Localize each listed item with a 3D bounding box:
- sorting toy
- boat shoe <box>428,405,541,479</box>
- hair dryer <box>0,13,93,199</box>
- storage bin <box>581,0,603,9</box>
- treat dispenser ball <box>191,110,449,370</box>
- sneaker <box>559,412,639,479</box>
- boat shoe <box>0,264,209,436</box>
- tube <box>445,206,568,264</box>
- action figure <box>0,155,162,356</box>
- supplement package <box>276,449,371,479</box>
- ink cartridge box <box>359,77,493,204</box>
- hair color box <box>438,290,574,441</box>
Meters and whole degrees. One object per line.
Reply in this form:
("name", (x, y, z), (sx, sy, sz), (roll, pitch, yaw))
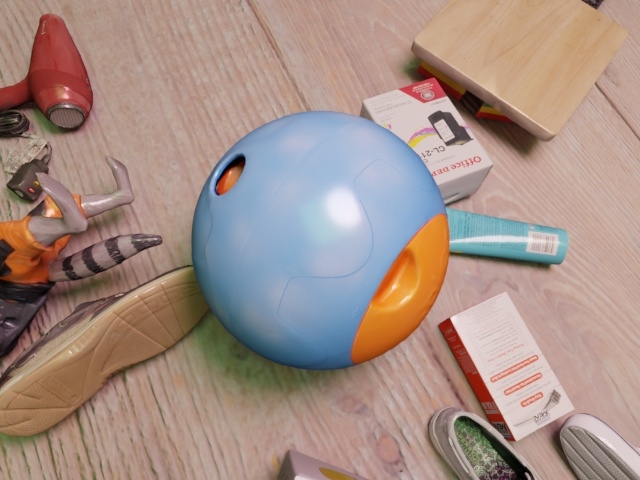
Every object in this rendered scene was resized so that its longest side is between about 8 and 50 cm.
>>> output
("sorting toy", (0.314, -0.304, 0.792), (0.255, 0.089, 0.257), (38, 72, 9))
("boat shoe", (0.223, 0.297, 0.574), (0.079, 0.081, 0.227), (-39, 77, -16))
("hair dryer", (-0.449, -0.218, 0.708), (0.223, 0.080, 0.294), (22, 70, 4))
("storage bin", (0.507, -0.522, 0.866), (0.084, 0.122, 0.180), (27, 71, 5))
("treat dispenser ball", (0.000, 0.000, 0.553), (0.288, 0.288, 0.288), (1, 70, -4))
("sneaker", (0.410, 0.303, 0.594), (0.258, 0.094, 0.091), (46, 55, 7))
("boat shoe", (-0.265, 0.113, 0.596), (0.285, 0.103, 0.092), (-38, 45, -16))
("tube", (0.246, -0.007, 0.705), (0.207, 0.052, 0.080), (10, 57, 5))
("action figure", (-0.356, 0.064, 0.526), (0.330, 0.341, 0.178), (-41, 117, 7))
("supplement package", (0.029, 0.336, 0.449), (0.199, 0.263, 0.198), (20, 70, 2))
("ink cartridge box", (0.152, -0.141, 0.721), (0.127, 0.072, 0.175), (-21, 67, -12))
("hair color box", (0.241, 0.164, 0.639), (0.093, 0.053, 0.167), (-21, 72, -13))
